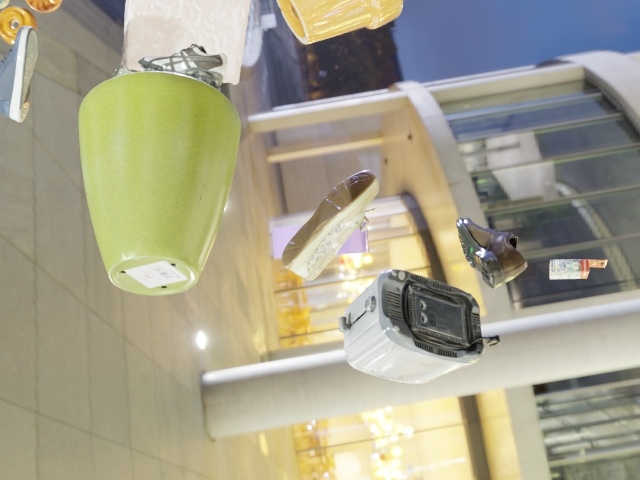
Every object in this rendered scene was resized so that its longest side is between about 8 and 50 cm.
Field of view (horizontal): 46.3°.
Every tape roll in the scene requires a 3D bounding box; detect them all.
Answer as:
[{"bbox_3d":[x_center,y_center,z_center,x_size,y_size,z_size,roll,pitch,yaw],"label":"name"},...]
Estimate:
[{"bbox_3d":[0.000,0.000,2.143,0.275,0.274,0.090,-141,-132,-89],"label":"tape roll"}]

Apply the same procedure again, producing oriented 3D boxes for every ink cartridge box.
[{"bbox_3d":[0.546,0.061,1.584,0.063,0.115,0.029,49,42,-68],"label":"ink cartridge box"}]

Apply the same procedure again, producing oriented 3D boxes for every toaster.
[{"bbox_3d":[0.141,0.139,1.138,0.146,0.226,0.129,-41,-140,48],"label":"toaster"}]

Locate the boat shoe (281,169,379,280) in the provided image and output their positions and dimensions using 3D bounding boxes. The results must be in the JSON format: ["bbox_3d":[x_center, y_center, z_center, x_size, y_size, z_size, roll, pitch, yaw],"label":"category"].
[{"bbox_3d":[0.034,-0.033,1.640,0.089,0.285,0.105,36,19,-28],"label":"boat shoe"}]

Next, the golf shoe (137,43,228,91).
[{"bbox_3d":[-0.266,-0.343,1.476,0.094,0.198,0.077,-64,156,-18],"label":"golf shoe"}]

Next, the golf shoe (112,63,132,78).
[{"bbox_3d":[-0.444,-0.339,1.793,0.086,0.069,0.176,8,55,-56],"label":"golf shoe"}]

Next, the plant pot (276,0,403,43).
[{"bbox_3d":[0.022,-0.472,1.408,0.205,0.187,0.205,58,-7,12],"label":"plant pot"}]

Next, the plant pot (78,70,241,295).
[{"bbox_3d":[-0.265,-0.072,1.216,0.275,0.274,0.294,81,4,-60],"label":"plant pot"}]

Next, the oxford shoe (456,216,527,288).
[{"bbox_3d":[0.333,0.014,1.464,0.227,0.096,0.083,-118,-173,-58],"label":"oxford shoe"}]

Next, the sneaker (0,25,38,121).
[{"bbox_3d":[-0.719,-0.386,1.647,0.086,0.163,0.226,-83,-164,-59],"label":"sneaker"}]

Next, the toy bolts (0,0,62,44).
[{"bbox_3d":[-0.824,-0.629,2.011,0.158,0.228,0.218,154,-48,-87],"label":"toy bolts"}]

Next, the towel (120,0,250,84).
[{"bbox_3d":[-0.328,-0.573,1.868,0.053,0.316,0.332,39,-57,56],"label":"towel"}]
